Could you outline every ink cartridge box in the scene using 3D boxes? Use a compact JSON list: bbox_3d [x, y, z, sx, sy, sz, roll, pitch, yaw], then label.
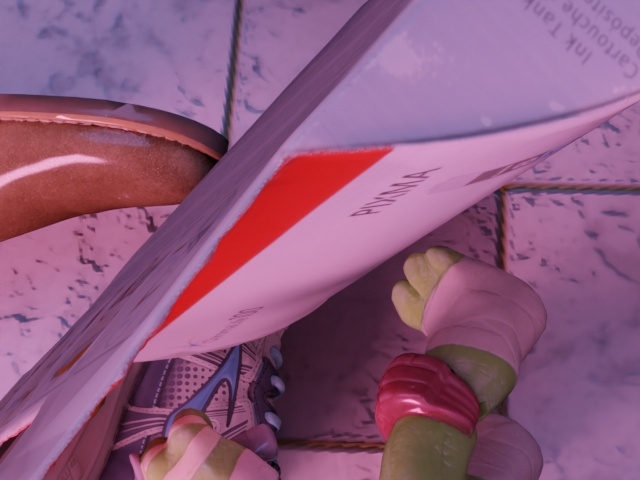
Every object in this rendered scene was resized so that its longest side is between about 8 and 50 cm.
[{"bbox_3d":[0.000,0.000,0.630,0.091,0.308,0.385,42,64,-7],"label":"ink cartridge box"}]

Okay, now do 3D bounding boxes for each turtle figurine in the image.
[{"bbox_3d":[-0.016,0.131,0.703,0.274,0.198,0.266,-21,23,39],"label":"turtle figurine"}]

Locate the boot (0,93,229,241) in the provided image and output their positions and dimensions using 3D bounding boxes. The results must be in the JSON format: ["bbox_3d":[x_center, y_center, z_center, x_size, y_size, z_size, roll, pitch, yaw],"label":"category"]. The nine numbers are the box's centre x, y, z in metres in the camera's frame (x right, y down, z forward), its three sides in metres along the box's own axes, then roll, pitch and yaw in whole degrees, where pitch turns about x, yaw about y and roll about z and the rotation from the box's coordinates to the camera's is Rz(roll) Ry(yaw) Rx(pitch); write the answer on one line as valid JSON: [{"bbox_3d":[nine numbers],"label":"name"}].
[{"bbox_3d":[-0.188,-0.008,0.846,0.305,0.112,0.115,-5,73,19],"label":"boot"}]

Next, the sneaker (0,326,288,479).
[{"bbox_3d":[-0.065,0.084,0.809,0.122,0.110,0.283,37,65,-4],"label":"sneaker"}]
